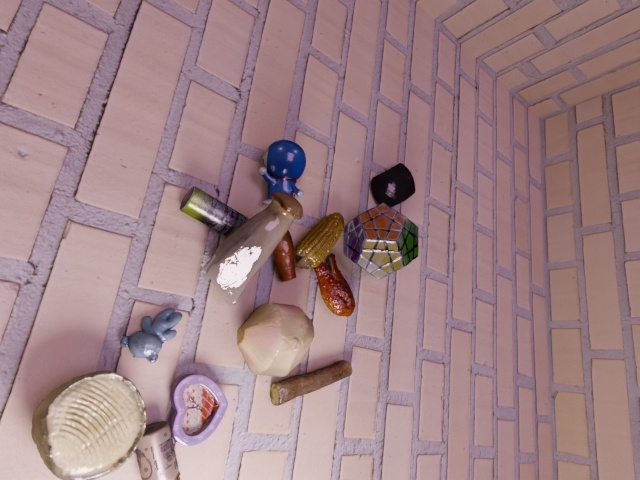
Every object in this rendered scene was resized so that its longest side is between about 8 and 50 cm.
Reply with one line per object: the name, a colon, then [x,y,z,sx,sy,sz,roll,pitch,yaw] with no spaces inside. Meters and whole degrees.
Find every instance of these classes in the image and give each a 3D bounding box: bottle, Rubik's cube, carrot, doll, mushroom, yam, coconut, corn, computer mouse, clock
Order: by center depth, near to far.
bottle: [-0.442,0.616,1.170,0.110,0.097,0.209,-10,88,-73]
doll: [-0.481,0.275,1.238,0.120,0.075,0.180,26,34,9]
clock: [-0.366,0.499,1.273,0.172,0.064,0.198,5,77,-38]
mushroom: [-0.224,0.012,1.362,0.154,0.137,0.407,37,93,-9]
coconut: [-0.152,0.318,1.382,0.259,0.259,0.259,10,74,-37]
bottle: [-0.304,-0.058,1.430,0.330,0.093,0.093,32,61,-29]
yam: [-0.025,0.507,1.546,0.357,0.081,0.081,-6,84,-41]
carrot: [-0.134,0.051,1.551,0.087,0.087,0.193,-8,84,-40]
doll: [-0.140,-0.243,1.584,0.215,0.161,0.257,11,89,-51]
corn: [0.000,0.000,1.652,0.119,0.119,0.322,56,44,-15]
Rubik's cube: [0.245,0.004,1.729,0.319,0.319,0.264,-24,83,-40]
computer mouse: [0.358,-0.263,2.011,0.269,0.100,0.170,-33,104,-39]

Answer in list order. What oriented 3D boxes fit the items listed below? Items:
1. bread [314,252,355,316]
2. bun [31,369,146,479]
bread: [0.057,0.176,1.673,0.139,0.095,0.269,-15,86,-48]
bun: [-0.572,0.458,1.059,0.259,0.152,0.259,24,55,-40]
